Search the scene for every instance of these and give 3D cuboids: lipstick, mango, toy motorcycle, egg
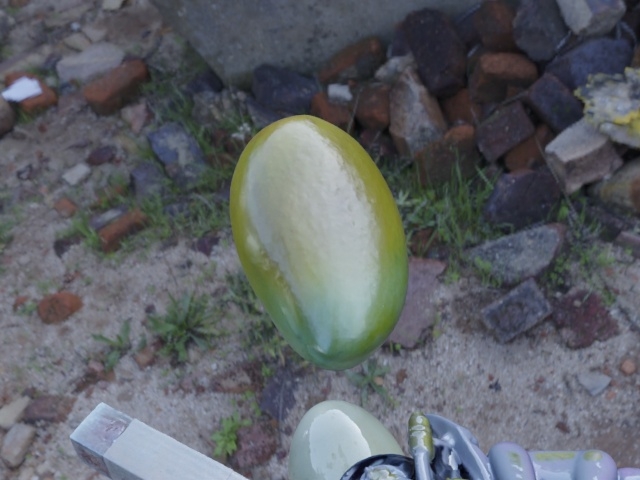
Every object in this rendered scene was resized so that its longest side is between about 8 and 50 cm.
[{"bbox_3d":[-0.196,0.356,1.122,0.372,0.076,0.080,21,47,23],"label":"lipstick"},{"bbox_3d":[0.000,0.000,0.555,0.130,0.092,0.194,9,56,-25],"label":"mango"},{"bbox_3d":[0.119,0.161,0.418,0.152,0.073,0.225,-28,34,-27],"label":"toy motorcycle"},{"bbox_3d":[0.043,0.369,1.200,0.189,0.188,0.253,-23,99,-9],"label":"egg"}]
